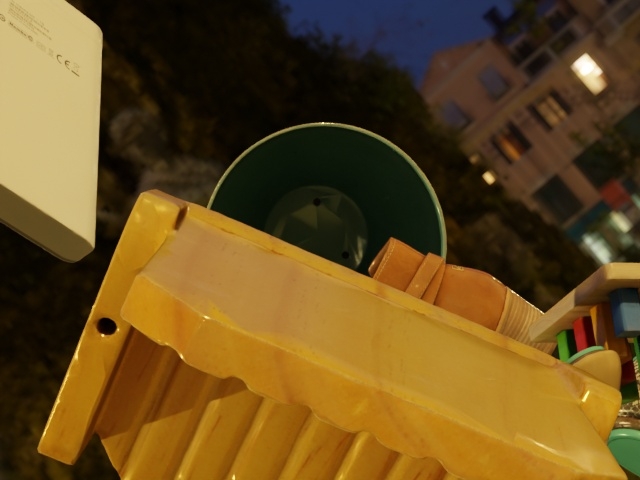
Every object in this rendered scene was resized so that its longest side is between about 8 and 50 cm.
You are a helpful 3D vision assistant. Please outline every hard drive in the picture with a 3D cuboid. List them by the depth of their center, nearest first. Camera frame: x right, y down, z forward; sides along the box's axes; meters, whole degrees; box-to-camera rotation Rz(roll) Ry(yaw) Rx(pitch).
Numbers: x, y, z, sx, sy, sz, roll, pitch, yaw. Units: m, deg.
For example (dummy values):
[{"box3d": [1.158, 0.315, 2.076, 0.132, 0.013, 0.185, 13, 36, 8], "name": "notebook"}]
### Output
[{"box3d": [-0.336, -0.168, 1.534, 0.047, 0.233, 0.353, -32, 42, 25], "name": "hard drive"}]

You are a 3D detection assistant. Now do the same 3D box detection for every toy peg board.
[{"box3d": [0.282, 0.084, 1.177, 0.161, 0.079, 0.160, 1, -22, -16], "name": "toy peg board"}]

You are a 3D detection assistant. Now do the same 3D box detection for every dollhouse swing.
[{"box3d": [-0.009, 0.155, 0.923, 0.305, 0.347, 0.315, -76, 11, -67], "name": "dollhouse swing"}]

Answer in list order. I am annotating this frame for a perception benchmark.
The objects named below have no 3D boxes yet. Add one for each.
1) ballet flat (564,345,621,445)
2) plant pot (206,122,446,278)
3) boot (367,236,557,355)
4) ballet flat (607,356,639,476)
[{"box3d": [0.194, 0.176, 1.150, 0.080, 0.073, 0.232, -9, -35, -28], "name": "ballet flat"}, {"box3d": [0.000, 0.000, 1.762, 0.290, 0.290, 0.195, -39, 5, 0], "name": "plant pot"}, {"box3d": [0.104, 0.148, 1.563, 0.283, 0.220, 0.109, -59, 10, 25], "name": "boot"}, {"box3d": [0.527, 0.282, 1.568, 0.182, 0.483, 0.164, -52, 3, -28], "name": "ballet flat"}]
